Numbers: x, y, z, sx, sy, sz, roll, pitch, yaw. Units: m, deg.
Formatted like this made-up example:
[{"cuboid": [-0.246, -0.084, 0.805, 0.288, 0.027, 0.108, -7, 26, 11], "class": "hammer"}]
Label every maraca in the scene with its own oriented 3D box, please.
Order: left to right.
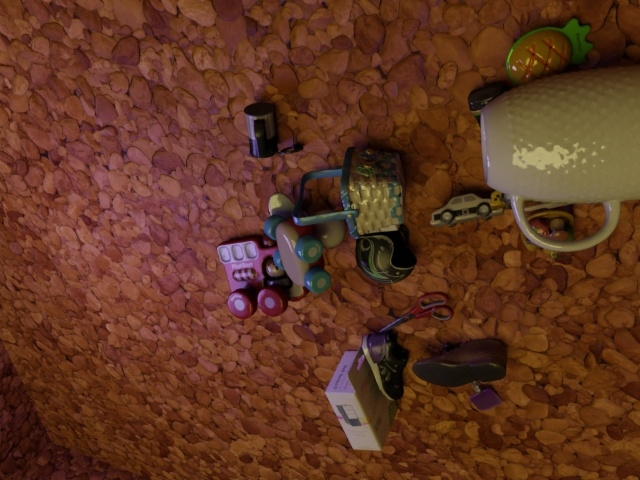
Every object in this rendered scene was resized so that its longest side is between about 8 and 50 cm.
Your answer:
[{"cuboid": [0.490, -0.402, 1.448, 0.185, 0.099, 0.127, -21, 126, 11], "class": "maraca"}]

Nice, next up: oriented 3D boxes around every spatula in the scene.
[{"cuboid": [0.480, 0.441, 2.173, 0.084, 0.030, 0.296, -32, 105, 18], "class": "spatula"}]

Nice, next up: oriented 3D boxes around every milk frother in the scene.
[{"cuboid": [-0.129, -0.302, 1.872, 0.143, 0.129, 0.135, -15, 129, -14], "class": "milk frother"}]

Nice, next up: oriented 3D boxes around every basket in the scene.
[{"cuboid": [0.078, -0.131, 1.786, 0.289, 0.255, 0.201, -10, 123, 12], "class": "basket"}]

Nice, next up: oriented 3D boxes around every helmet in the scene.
[{"cuboid": [0.185, 0.043, 1.924, 0.169, 0.169, 0.161, -6, 107, 32], "class": "helmet"}]

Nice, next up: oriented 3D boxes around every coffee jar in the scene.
[{"cuboid": [0.419, -0.279, 1.594, 0.096, 0.079, 0.184, -12, 119, 35], "class": "coffee jar"}]

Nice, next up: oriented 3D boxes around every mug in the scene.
[{"cuboid": [0.512, -0.163, 1.411, 0.328, 0.276, 0.374, -4, 91, 11], "class": "mug"}]

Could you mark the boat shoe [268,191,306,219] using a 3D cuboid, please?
[{"cuboid": [-0.085, -0.062, 2.036, 0.079, 0.081, 0.227, -29, 118, 11], "class": "boat shoe"}]

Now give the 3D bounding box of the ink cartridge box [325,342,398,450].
[{"cuboid": [0.134, 0.520, 2.304, 0.119, 0.207, 0.353, -6, 122, 30], "class": "ink cartridge box"}]

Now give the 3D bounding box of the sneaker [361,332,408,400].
[{"cuboid": [0.243, 0.425, 2.245, 0.124, 0.107, 0.283, -13, 122, 25], "class": "sneaker"}]

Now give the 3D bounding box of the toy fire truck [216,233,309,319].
[{"cuboid": [-0.188, 0.105, 2.190, 0.302, 0.169, 0.254, -9, 102, 32], "class": "toy fire truck"}]

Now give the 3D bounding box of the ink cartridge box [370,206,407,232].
[{"cuboid": [0.162, -0.071, 1.885, 0.135, 0.099, 0.056, -6, 125, 32], "class": "ink cartridge box"}]

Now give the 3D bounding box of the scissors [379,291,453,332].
[{"cuboid": [0.283, 0.228, 2.122, 0.297, 0.021, 0.109, -17, 119, 38], "class": "scissors"}]

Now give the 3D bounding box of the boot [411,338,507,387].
[{"cuboid": [0.432, 0.376, 2.093, 0.305, 0.115, 0.112, -11, 126, 31], "class": "boot"}]

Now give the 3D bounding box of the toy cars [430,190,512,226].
[{"cuboid": [0.432, -0.110, 1.672, 0.393, 0.176, 0.087, -20, 76, 56], "class": "toy cars"}]

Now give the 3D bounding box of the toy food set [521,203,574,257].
[{"cuboid": [0.566, -0.013, 1.671, 0.128, 0.071, 0.218, -8, 151, 14], "class": "toy food set"}]

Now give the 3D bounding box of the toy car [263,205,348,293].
[{"cuboid": [0.000, 0.000, 1.949, 0.219, 0.238, 0.210, 32, 144, 51], "class": "toy car"}]
